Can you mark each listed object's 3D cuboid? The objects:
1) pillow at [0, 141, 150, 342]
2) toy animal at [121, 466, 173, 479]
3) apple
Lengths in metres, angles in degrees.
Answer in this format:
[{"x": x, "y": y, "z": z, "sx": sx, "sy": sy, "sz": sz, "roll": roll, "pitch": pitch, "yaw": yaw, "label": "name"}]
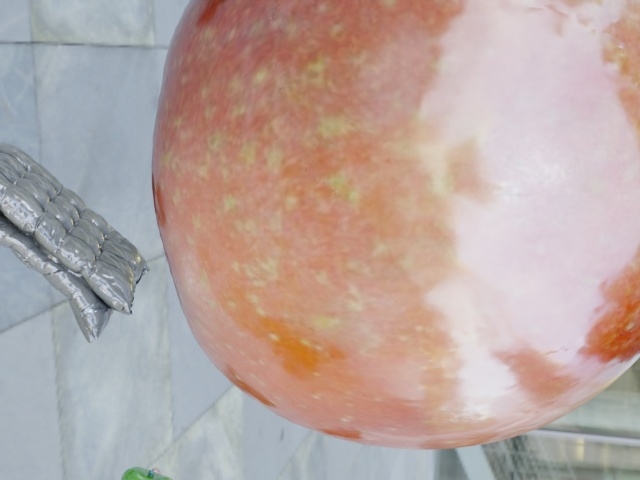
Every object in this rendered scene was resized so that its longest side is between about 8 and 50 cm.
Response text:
[{"x": -0.411, "y": -0.011, "z": 1.340, "sx": 0.326, "sy": 0.101, "sz": 0.228, "roll": 45, "pitch": 9, "yaw": -15, "label": "pillow"}, {"x": -0.227, "y": 0.395, "z": 1.104, "sx": 0.100, "sy": 0.103, "sz": 0.208, "roll": 78, "pitch": 26, "yaw": -78, "label": "toy animal"}, {"x": 0.058, "y": -0.047, "z": 0.515, "sx": 0.348, "sy": 0.276, "sz": 0.349, "roll": 4, "pitch": 90, "yaw": -82, "label": "apple"}]
